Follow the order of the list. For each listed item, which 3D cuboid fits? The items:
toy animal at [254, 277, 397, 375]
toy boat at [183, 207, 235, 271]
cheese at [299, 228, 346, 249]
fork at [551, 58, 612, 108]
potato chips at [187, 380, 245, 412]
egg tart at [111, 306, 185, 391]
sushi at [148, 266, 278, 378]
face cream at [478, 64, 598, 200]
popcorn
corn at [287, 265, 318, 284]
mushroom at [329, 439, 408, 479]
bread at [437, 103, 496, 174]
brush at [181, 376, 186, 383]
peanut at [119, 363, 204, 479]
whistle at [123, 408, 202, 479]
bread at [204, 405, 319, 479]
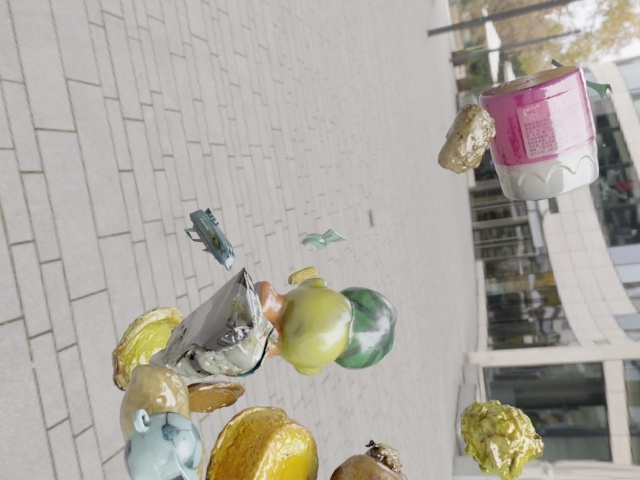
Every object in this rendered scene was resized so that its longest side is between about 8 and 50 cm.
[{"bbox_3d":[0.015,0.190,1.200,0.191,0.338,0.216,161,-66,-70],"label":"toy animal"},{"bbox_3d":[-0.329,0.007,1.654,0.246,0.103,0.093,51,-8,32],"label":"toy boat"},{"bbox_3d":[0.000,0.000,1.325,0.067,0.120,0.026,32,56,-39],"label":"cheese"},{"bbox_3d":[0.510,-0.315,1.061,0.235,0.021,0.039,-98,-165,-54],"label":"fork"},{"bbox_3d":[-0.285,0.398,1.422,0.201,0.150,0.049,29,35,-48],"label":"potato chips"},{"bbox_3d":[-0.496,0.309,1.569,0.279,0.095,0.279,-38,137,-46],"label":"egg tart"},{"bbox_3d":[-0.171,0.175,0.882,0.109,0.273,0.134,39,35,-19],"label":"sushi"},{"bbox_3d":[0.388,-0.189,0.968,0.175,0.175,0.195,-55,128,-64],"label":"face cream"},{"bbox_3d":[0.419,0.456,1.274,0.198,0.155,0.198,50,-20,26],"label":"popcorn"},{"bbox_3d":[-0.049,0.097,1.500,0.092,0.037,0.037,-21,106,-36],"label":"corn"},{"bbox_3d":[0.136,0.687,1.464,0.263,0.195,0.283,22,70,-20],"label":"mushroom"},{"bbox_3d":[0.206,-0.143,0.753,0.113,0.060,0.082,-56,173,-48],"label":"bread"},{"bbox_3d":[-0.367,0.368,1.454,0.060,0.296,0.068,54,1,7],"label":"brush"},{"bbox_3d":[-0.368,0.460,1.276,0.169,0.192,0.387,-24,117,-37],"label":"peanut"},{"bbox_3d":[-0.297,0.448,1.095,0.163,0.163,0.290,-67,139,-57],"label":"whistle"},{"bbox_3d":[-0.152,0.639,1.494,0.358,0.204,0.337,25,80,-55],"label":"bread"}]
